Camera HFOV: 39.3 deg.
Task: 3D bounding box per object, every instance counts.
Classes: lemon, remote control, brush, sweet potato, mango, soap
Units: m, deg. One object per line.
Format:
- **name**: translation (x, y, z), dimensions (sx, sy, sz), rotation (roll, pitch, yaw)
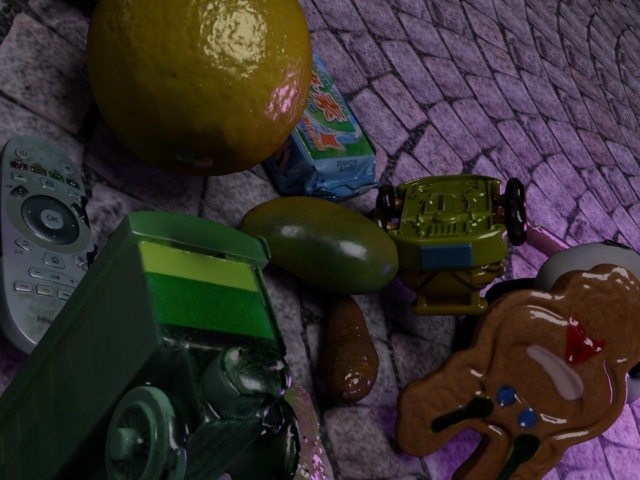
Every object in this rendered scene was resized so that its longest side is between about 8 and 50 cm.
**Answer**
- **lemon**: translation (-0.128, -0.172, 0.945), dimensions (0.240, 0.240, 0.219), rotation (25, 54, -33)
- **remote control**: translation (-0.250, 0.004, 0.808), dimensions (0.097, 0.045, 0.256), rotation (23, 41, -37)
- **brush**: translation (0.334, -0.020, 1.498), dimensions (0.248, 0.043, 0.036), rotation (30, 47, -29)
- **sweet potato**: translation (0.031, 0.119, 1.013), dimensions (0.068, 0.068, 0.226), rotation (36, 24, -21)
- **mango**: translation (0.002, -0.001, 1.043), dimensions (0.191, 0.085, 0.122), rotation (25, 37, -9)
- **soap**: translation (-0.035, -0.174, 1.182), dimensions (0.156, 0.077, 0.293), rotation (-13, 70, -53)

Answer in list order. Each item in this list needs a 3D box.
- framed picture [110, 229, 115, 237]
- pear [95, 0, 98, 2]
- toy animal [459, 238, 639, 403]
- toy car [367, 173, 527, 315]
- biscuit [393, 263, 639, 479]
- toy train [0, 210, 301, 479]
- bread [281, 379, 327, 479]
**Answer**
- **framed picture**: translation (-0.122, 0.102, 0.893), dimensions (0.173, 0.010, 0.231), rotation (13, 50, -42)
- **pear**: translation (-0.220, -0.339, 1.061), dimensions (0.167, 0.137, 0.167), rotation (49, 14, -17)
- **toy animal**: translation (0.325, 0.125, 1.166), dimensions (0.213, 0.267, 0.212), rotation (27, 47, -33)
- **toy car**: translation (0.169, 0.005, 1.170), dimensions (0.248, 0.201, 0.142), rotation (-60, 147, -64)
- **biscuit**: translation (0.246, 0.161, 1.025), dimensions (0.202, 0.334, 0.047), rotation (49, -5, -8)
- **toy train**: translation (-0.130, 0.132, 0.615), dimensions (0.120, 0.301, 0.202), rotation (14, 41, -36)
- **bread**: translation (-0.011, 0.255, 0.672), dimensions (0.045, 0.301, 0.301), rotation (-4, 52, -3)
